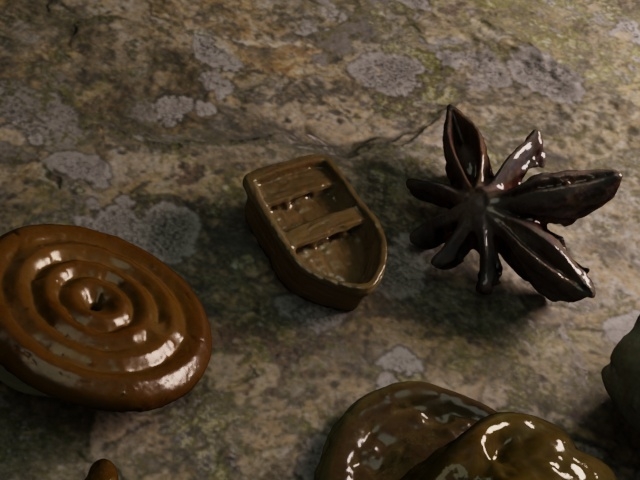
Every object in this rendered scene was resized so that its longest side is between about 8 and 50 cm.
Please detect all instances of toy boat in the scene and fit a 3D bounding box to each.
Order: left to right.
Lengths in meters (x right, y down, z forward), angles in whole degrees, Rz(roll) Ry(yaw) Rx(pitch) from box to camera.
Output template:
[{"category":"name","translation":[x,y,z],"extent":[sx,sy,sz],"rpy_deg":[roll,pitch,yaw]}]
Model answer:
[{"category":"toy boat","translation":[0.000,0.000,1.935],"extent":[0.116,0.061,0.188],"rpy_deg":[-18,57,-26]}]

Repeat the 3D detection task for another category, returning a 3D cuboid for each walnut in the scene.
[{"category":"walnut","translation":[0.160,0.279,1.595],"extent":[0.227,0.283,0.283],"rpy_deg":[16,43,40]}]

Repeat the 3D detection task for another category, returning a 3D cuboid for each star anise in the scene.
[{"category":"star anise","translation":[0.205,-0.027,1.970],"extent":[0.257,0.110,0.198],"rpy_deg":[22,74,26]}]

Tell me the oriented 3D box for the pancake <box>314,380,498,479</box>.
[{"category":"pancake","translation":[0.108,0.231,1.777],"extent":[0.242,0.050,0.242],"rpy_deg":[7,50,-8]}]

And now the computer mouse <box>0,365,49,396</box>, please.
[{"category":"computer mouse","translation":[-0.301,0.101,1.786],"extent":[0.182,0.056,0.089],"rpy_deg":[38,32,17]}]

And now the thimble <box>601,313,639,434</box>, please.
[{"category":"thimble","translation":[0.433,0.109,1.792],"extent":[0.291,0.291,0.195],"rpy_deg":[-34,70,-32]}]

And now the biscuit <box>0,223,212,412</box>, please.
[{"category":"biscuit","translation":[-0.226,0.069,1.798],"extent":[0.262,0.037,0.262],"rpy_deg":[17,35,-12]}]

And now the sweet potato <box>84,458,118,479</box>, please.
[{"category":"sweet potato","translation":[-0.224,0.336,1.608],"extent":[0.108,0.079,0.346],"rpy_deg":[24,42,-33]}]
